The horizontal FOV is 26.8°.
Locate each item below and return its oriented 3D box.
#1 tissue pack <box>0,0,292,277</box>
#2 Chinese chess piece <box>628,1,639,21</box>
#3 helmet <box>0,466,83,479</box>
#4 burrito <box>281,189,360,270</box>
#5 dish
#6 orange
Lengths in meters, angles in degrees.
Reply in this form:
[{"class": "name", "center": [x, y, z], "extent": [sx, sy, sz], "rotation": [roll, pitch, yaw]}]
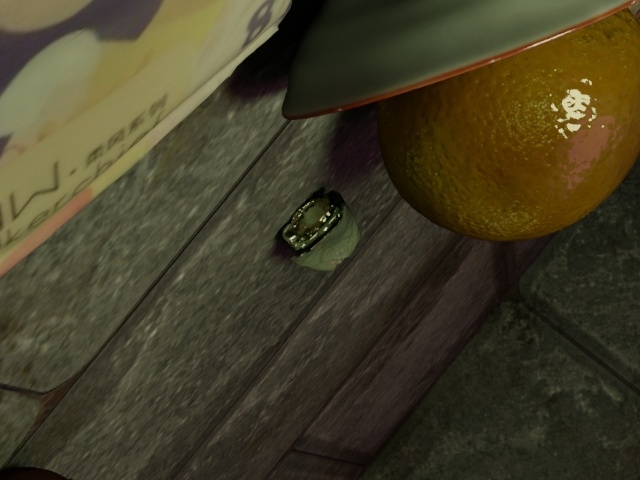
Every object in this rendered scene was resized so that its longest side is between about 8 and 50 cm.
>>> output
[{"class": "tissue pack", "center": [-0.099, -0.131, 0.405], "extent": [0.242, 0.125, 0.344], "rotation": [-45, 165, -26]}, {"class": "Chinese chess piece", "center": [0.287, -0.260, 1.369], "extent": [0.270, 0.112, 0.270], "rotation": [-48, 167, -14]}, {"class": "helmet", "center": [-0.229, 0.202, 0.992], "extent": [0.089, 0.057, 0.111], "rotation": [-56, 171, 33]}, {"class": "burrito", "center": [0.002, -0.003, 1.243], "extent": [0.074, 0.044, 0.118], "rotation": [-48, 164, -4]}, {"class": "dish", "center": [0.083, -0.163, 0.876], "extent": [0.260, 0.085, 0.260], "rotation": [-20, -169, 4]}, {"class": "orange", "center": [0.158, -0.110, 1.101], "extent": [0.236, 0.236, 0.236], "rotation": [-48, 166, -16]}]
